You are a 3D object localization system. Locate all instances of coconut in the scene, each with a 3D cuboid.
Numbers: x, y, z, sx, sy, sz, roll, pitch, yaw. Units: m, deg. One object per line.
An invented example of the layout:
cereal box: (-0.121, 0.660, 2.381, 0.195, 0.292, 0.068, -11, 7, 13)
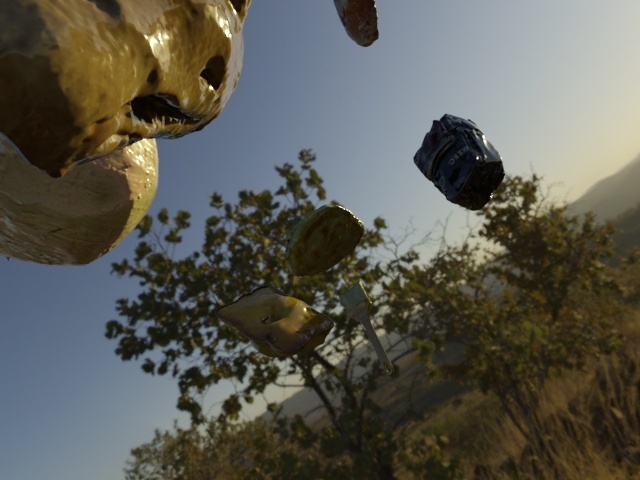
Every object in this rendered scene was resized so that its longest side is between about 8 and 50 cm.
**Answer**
coconut: (-0.390, -0.101, 0.842, 0.255, 0.297, 0.297, 29, -59, -35)

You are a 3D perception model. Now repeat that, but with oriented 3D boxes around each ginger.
ginger: (-0.142, -0.132, 0.406, 0.190, 0.126, 0.354, -34, 12, 22)

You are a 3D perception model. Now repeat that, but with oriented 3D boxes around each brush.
brush: (0.106, 0.193, 1.177, 0.011, 0.205, 0.083, -12, -22, -39)

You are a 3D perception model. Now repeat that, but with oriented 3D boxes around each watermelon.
watermelon: (0.052, -0.373, 0.864, 0.071, 0.139, 0.187, -17, 19, 0)

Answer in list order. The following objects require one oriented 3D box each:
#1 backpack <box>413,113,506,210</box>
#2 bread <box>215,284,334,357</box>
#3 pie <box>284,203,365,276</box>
backpack: (0.219, -0.125, 0.878, 0.106, 0.165, 0.120, 13, -63, -19)
bread: (-0.094, 0.178, 1.158, 0.161, 0.233, 0.088, -32, -55, -35)
pie: (0.000, 0.000, 1.318, 0.201, 0.090, 0.248, -47, -27, 5)
